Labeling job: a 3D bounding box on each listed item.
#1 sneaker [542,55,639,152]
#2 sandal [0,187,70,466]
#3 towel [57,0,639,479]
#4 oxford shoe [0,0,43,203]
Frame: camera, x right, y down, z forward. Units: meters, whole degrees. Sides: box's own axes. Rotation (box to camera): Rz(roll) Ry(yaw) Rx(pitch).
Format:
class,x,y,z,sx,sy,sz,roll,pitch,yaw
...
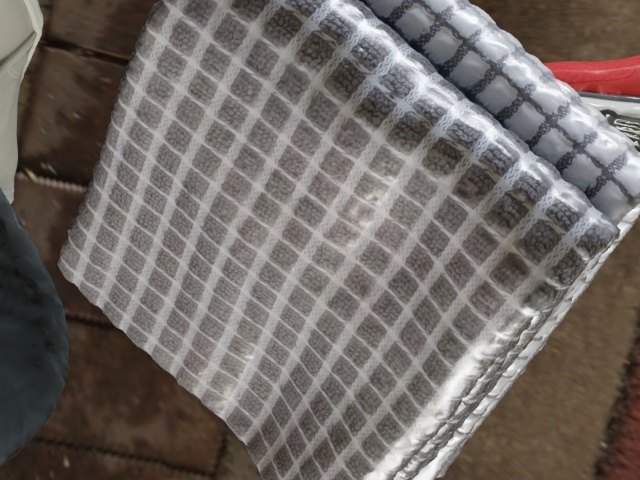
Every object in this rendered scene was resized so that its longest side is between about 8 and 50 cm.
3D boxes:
class,x,y,z,sx,sy,sz,roll,pitch,yaw
sneaker,0.236,-0.098,0.985,0.279,0.107,0.118,-2,68,2
sandal,-0.236,-0.102,0.628,0.167,0.107,0.446,-39,100,-26
towel,0.000,0.000,0.813,0.235,0.284,0.121,40,46,10
oxford shoe,-0.297,-0.105,1.253,0.169,0.449,0.130,1,69,-11
